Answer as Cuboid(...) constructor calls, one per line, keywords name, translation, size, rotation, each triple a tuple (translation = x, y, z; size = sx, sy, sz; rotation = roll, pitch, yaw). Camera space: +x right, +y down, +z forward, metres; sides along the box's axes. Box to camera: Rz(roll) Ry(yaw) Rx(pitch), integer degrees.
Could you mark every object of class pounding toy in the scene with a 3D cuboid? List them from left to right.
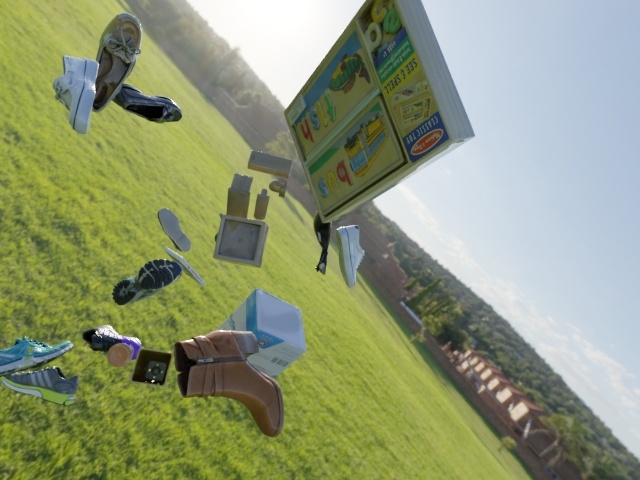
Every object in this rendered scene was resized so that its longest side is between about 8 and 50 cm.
Cuboid(name="pounding toy", translation=(-0.209, -0.006, 1.116), size=(0.141, 0.130, 0.100), rotation=(10, -9, 1))

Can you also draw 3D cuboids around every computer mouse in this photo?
Cuboid(name="computer mouse", translation=(0.000, 0.000, 1.458), size=(0.060, 0.183, 0.262), rotation=(7, -28, 2))

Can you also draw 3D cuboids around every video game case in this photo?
Cuboid(name="video game case", translation=(-0.645, 0.123, 2.098), size=(0.201, 0.023, 0.183), rotation=(21, -30, 48))

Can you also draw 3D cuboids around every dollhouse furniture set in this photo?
Cuboid(name="dollhouse furniture set", translation=(-0.167, -0.144, 1.215), size=(0.144, 0.151, 0.123), rotation=(13, -33, -6))

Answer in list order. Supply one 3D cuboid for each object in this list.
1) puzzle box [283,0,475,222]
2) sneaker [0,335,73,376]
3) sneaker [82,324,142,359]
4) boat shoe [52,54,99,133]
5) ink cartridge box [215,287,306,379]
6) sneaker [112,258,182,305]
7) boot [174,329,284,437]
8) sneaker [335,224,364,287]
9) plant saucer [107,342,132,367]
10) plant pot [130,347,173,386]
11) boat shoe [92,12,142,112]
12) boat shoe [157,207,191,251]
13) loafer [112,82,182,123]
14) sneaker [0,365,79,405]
Cuboid(name="puzzle box", translation=(0.069, -0.214, 0.801), size=(0.409, 0.052, 0.271), rotation=(-31, -103, 59))
Cuboid(name="sneaker", translation=(-0.970, 0.370, 1.474), size=(0.275, 0.107, 0.109), rotation=(-3, 69, -55))
Cuboid(name="sneaker", translation=(-0.935, 0.462, 1.957), size=(0.294, 0.102, 0.146), rotation=(15, -1, 24))
Cuboid(name="boat shoe", translation=(-0.498, -0.296, 0.892), size=(0.076, 0.083, 0.226), rotation=(9, 41, -29))
Cuboid(name="ink cartridge box", translation=(-0.217, 0.345, 1.506), size=(0.198, 0.270, 0.197), rotation=(32, 26, -29))
Cuboid(name="sneaker", translation=(-0.627, 0.148, 1.645), size=(0.122, 0.283, 0.110), rotation=(18, 50, -75))
Cuboid(name="boot", translation=(-0.213, 0.341, 1.035), size=(0.220, 0.109, 0.283), rotation=(6, 56, -51))
Cuboid(name="sneaker", translation=(0.119, 0.063, 1.629), size=(0.094, 0.091, 0.257), rotation=(-121, -161, -56))
Cuboid(name="plant saucer", translation=(-0.707, 0.404, 1.556), size=(0.083, 0.083, 0.013), rotation=(47, -13, 5))
Cuboid(name="plant pot", translation=(-0.409, 0.315, 1.085), size=(0.081, 0.081, 0.083), rotation=(12, -24, -9))
Cuboid(name="boat shoe", translation=(-0.573, -0.489, 1.233), size=(0.105, 0.285, 0.089), rotation=(18, 15, -39))
Cuboid(name="boat shoe", translation=(-0.574, -0.037, 1.694), size=(0.065, 0.075, 0.206), rotation=(4, -45, 30))
Cuboid(name="loafer", translation=(-0.547, -0.418, 1.421), size=(0.084, 0.096, 0.268), rotation=(54, 22, 18))
Cuboid(name="sneaker", translation=(-1.085, 0.540, 1.718), size=(0.300, 0.121, 0.111), rotation=(21, -21, -8))
